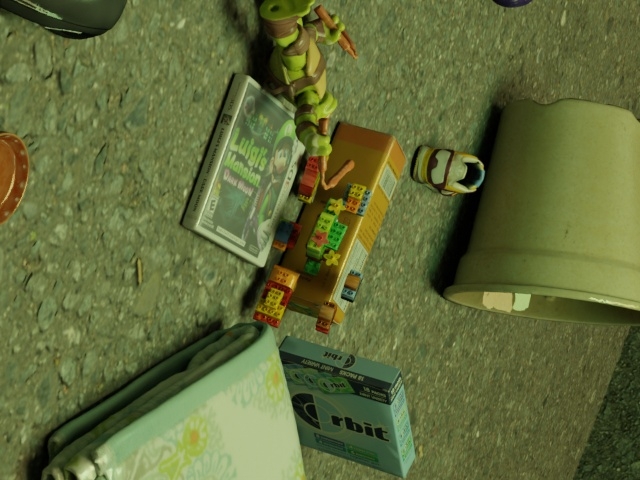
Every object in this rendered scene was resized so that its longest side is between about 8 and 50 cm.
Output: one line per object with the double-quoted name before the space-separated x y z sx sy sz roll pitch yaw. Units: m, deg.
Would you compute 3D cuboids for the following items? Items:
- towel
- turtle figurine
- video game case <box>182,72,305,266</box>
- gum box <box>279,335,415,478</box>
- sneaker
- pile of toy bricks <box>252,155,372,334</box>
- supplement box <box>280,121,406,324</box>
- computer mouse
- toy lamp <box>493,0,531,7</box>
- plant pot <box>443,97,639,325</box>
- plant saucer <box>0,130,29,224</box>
"towel" -0.135 0.291 1.703 0.374 0.090 0.320 -30 115 -53
"turtle figurine" -0.022 -0.203 1.734 0.217 0.087 0.269 71 19 -47
"video game case" -0.077 -0.072 1.771 0.190 0.022 0.173 33 74 -65
"gum box" 0.033 0.209 2.021 0.041 0.157 0.184 -58 151 -33
"sneaker" 0.197 -0.091 2.283 0.185 0.084 0.069 1 104 -65
"pile of toy bricks" 0.000 0.000 1.848 0.105 0.118 0.212 92 18 -75
"supplement box" 0.024 -0.020 1.958 0.233 0.078 0.080 -66 158 -15
"computer mouse" -0.229 -0.187 1.317 0.262 0.060 0.184 27 79 -66
"toy lamp" 0.255 -0.438 2.200 0.080 0.080 0.274 -58 151 -32
"plant pot" 0.370 -0.045 2.453 0.334 0.334 0.305 25 71 -66
"plant saucer" -0.275 -0.051 1.360 0.083 0.013 0.083 -43 142 -48
